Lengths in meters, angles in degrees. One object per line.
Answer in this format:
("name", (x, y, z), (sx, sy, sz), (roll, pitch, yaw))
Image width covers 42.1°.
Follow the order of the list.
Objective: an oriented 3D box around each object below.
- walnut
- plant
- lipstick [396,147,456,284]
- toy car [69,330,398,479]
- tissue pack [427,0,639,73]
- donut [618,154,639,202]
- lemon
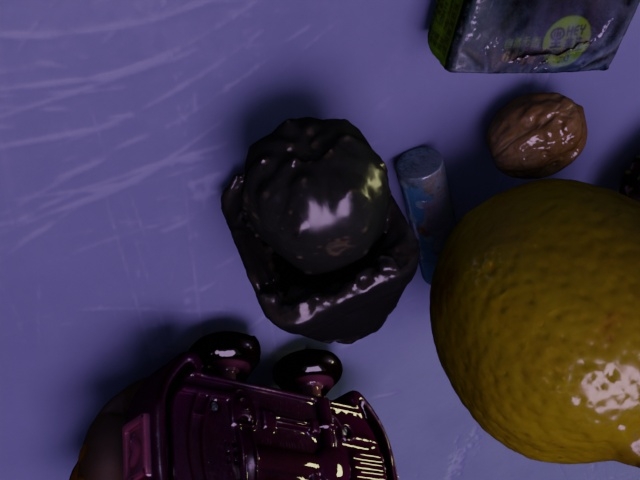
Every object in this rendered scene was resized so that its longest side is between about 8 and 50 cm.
("walnut", (0.205, -0.101, 0.785), (0.096, 0.082, 0.079), (-30, 166, 10))
("plant", (0.000, 0.000, 0.728), (0.142, 0.164, 0.256), (-21, 145, -5))
("lipstick", (0.112, -0.020, 0.832), (0.048, 0.048, 0.158), (-23, 134, -3))
("toy car", (-0.094, 0.263, 0.866), (0.341, 0.271, 0.240), (21, 136, -37))
("tissue pack", (0.194, -0.248, 0.653), (0.173, 0.073, 0.235), (-3, 130, -23))
("donut", (0.422, -0.036, 0.900), (0.216, 0.096, 0.230), (-12, 130, 10))
("lemon", (0.224, 0.073, 0.758), (0.267, 0.267, 0.267), (-12, 133, -14))
